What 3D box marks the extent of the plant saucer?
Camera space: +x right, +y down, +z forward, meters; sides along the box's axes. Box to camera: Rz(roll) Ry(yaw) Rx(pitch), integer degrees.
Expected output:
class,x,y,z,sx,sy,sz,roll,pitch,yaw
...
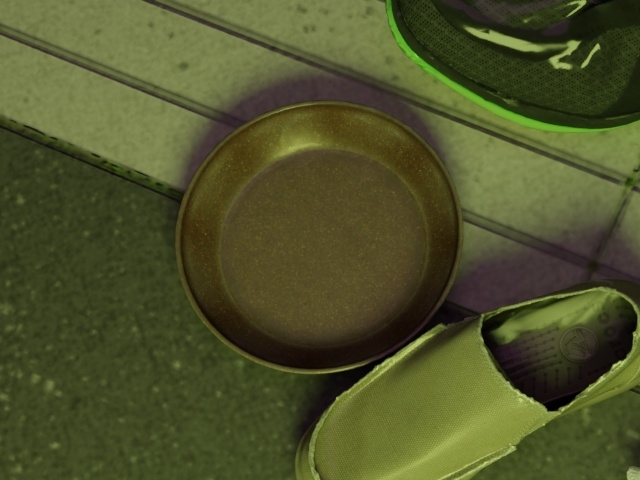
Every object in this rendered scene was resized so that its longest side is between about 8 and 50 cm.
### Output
class,x,y,z,sx,sy,sz,roll,pitch,yaw
plant saucer,0.000,0.000,1.178,0.198,0.036,0.199,-2,72,6

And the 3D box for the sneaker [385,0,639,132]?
class,x,y,z,sx,sy,sz,roll,pitch,yaw
sneaker,0.283,-0.165,1.111,0.482,0.202,0.185,6,71,9

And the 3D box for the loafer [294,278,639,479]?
class,x,y,z,sx,sy,sz,roll,pitch,yaw
loafer,0.101,0.093,1.102,0.268,0.092,0.102,-29,70,-2

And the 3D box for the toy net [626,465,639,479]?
class,x,y,z,sx,sy,sz,roll,pitch,yaw
toy net,0.277,0.113,1.103,0.122,0.045,0.232,22,77,12
